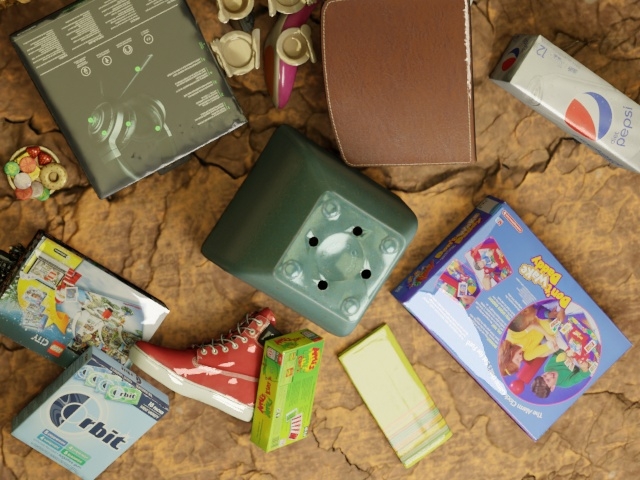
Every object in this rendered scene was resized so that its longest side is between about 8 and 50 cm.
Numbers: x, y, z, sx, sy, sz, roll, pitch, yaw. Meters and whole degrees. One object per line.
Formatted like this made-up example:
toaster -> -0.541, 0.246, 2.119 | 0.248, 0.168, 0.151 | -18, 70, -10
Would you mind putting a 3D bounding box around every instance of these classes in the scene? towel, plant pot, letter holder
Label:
towel -> 0.125, 0.260, 1.919 | 0.102, 0.021, 0.237 | -34, 106, -10
plant pot -> 0.000, 0.000, 1.716 | 0.247, 0.252, 0.247 | 32, 92, -16
letter holder -> 0.115, -0.268, 1.686 | 0.215, 0.152, 0.301 | -3, 133, 8

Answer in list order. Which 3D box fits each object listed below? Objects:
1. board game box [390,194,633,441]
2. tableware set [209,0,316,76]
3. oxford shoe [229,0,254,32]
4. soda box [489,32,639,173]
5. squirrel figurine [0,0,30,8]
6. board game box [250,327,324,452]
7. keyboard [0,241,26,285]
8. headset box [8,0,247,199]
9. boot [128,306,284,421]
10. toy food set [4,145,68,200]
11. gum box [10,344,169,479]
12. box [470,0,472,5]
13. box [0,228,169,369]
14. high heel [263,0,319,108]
board game box -> 0.318, 0.130, 1.905 | 0.233, 0.078, 0.347 | -44, 107, -2
tableware set -> -0.082, -0.317, 1.670 | 0.169, 0.020, 0.141 | -12, 99, -15
oxford shoe -> -0.172, -0.402, 1.697 | 0.096, 0.083, 0.227 | -23, 111, 19
soda box -> 0.418, -0.219, 1.850 | 0.286, 0.098, 0.091 | 31, 93, -17
squirrel figurine -> -0.534, -0.352, 1.460 | 0.397, 0.370, 0.281 | -35, 153, -30
board game box -> -0.053, 0.236, 1.818 | 0.092, 0.043, 0.181 | -13, 121, -45
keyboard -> -0.456, 0.056, 1.732 | 0.192, 0.038, 0.100 | 27, 94, -17
headset box -> -0.273, -0.227, 1.669 | 0.246, 0.131, 0.283 | -30, 106, -6
boot -> -0.165, 0.161, 1.785 | 0.244, 0.088, 0.176 | 27, 93, -33
toy food set -> -0.427, -0.100, 1.716 | 0.083, 0.020, 0.083 | -36, 107, -4
gum box -> -0.352, 0.267, 1.760 | 0.184, 0.041, 0.157 | -42, 118, 14
box -> 0.177, -0.389, 1.757 | 0.101, 0.102, 0.087 | 19, 95, -14
box -> -0.369, 0.109, 1.739 | 0.233, 0.044, 0.159 | 35, 92, -27
high heel -> -0.022, -0.321, 1.745 | 0.117, 0.082, 0.244 | -1, 96, -20
